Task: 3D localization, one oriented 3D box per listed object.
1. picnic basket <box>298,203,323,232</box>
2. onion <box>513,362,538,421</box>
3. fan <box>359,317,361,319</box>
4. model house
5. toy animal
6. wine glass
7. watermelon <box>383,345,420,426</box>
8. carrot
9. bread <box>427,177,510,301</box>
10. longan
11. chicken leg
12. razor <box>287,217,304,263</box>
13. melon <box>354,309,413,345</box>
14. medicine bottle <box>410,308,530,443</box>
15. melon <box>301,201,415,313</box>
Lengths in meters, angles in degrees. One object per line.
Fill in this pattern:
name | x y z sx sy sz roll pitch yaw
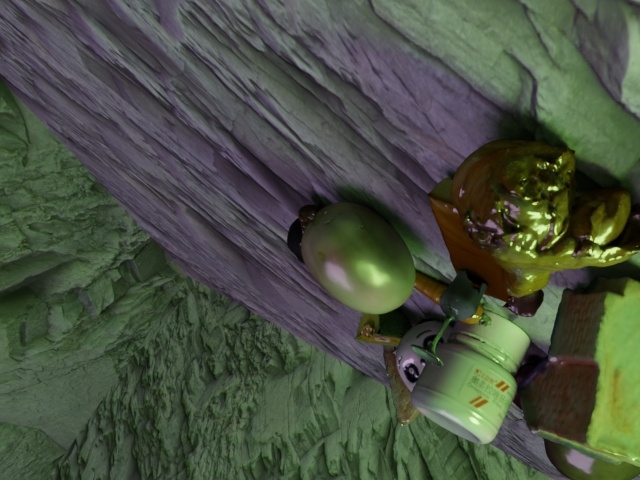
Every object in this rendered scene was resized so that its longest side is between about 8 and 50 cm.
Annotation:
picnic basket | 0.000 0.000 1.666 0.054 0.193 0.110 -13 -170 16
onion | 0.617 0.426 1.814 0.177 0.153 0.177 10 120 19
fan | 0.274 0.333 2.403 0.223 0.012 0.294 31 164 -3
model house | 0.521 0.240 1.185 0.245 0.312 0.280 18 168 -5
toy animal | 0.380 0.386 1.981 0.310 0.251 0.251 39 164 3
wine glass | 0.266 0.157 1.319 0.079 0.195 0.079 32 164 10
watermelon | 0.378 0.526 2.390 0.250 0.293 0.283 4 -174 -45
carrot | 0.300 0.133 1.698 0.336 0.069 0.069 30 164 18
bread | 0.319 0.007 1.276 0.138 0.077 0.361 23 161 32
longan | 0.667 0.450 1.585 0.297 0.297 0.297 29 163 10
chicken leg | 0.366 0.008 1.020 0.295 0.182 0.409 1 142 20
razor | 0.069 0.063 1.812 0.349 0.113 0.204 30 166 22
melon | 0.233 0.282 2.165 0.169 0.129 0.265 12 164 -12
medicine bottle | 0.405 0.356 1.718 0.241 0.302 0.241 29 163 9
melon | 0.091 0.043 1.538 0.317 0.223 0.223 44 160 -22
